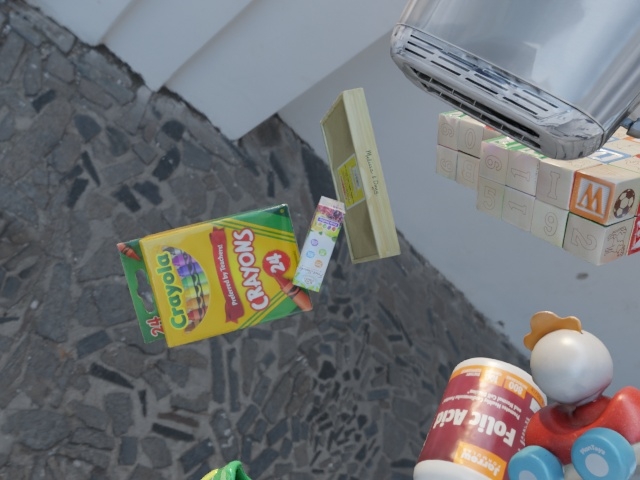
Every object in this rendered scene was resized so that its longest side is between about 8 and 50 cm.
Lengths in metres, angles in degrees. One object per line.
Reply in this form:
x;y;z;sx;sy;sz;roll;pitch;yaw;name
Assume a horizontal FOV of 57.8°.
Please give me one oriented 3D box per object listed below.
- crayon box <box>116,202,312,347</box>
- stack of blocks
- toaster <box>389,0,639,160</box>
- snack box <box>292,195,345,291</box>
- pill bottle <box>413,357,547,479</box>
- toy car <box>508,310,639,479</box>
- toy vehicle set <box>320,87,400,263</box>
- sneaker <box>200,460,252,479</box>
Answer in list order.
-0.192;0.066;1.054;0.081;0.319;0.202;-146;-138;-80;crayon box
0.268;-0.088;0.693;0.171;0.297;0.087;-15;120;-25;stack of blocks
0.153;-0.162;0.428;0.227;0.146;0.129;35;9;18;toaster
0.000;0.000;0.735;0.037;0.100;0.141;17;8;0;snack box
0.332;0.469;1.242;0.224;0.224;0.392;50;49;-18;pill bottle
0.370;0.223;0.867;0.219;0.210;0.238;-8;68;-41;toy car
0.061;-0.097;0.965;0.035;0.166;0.267;-12;88;-13;toy vehicle set
-0.058;0.443;0.841;0.295;0.123;0.109;40;14;1;sneaker
